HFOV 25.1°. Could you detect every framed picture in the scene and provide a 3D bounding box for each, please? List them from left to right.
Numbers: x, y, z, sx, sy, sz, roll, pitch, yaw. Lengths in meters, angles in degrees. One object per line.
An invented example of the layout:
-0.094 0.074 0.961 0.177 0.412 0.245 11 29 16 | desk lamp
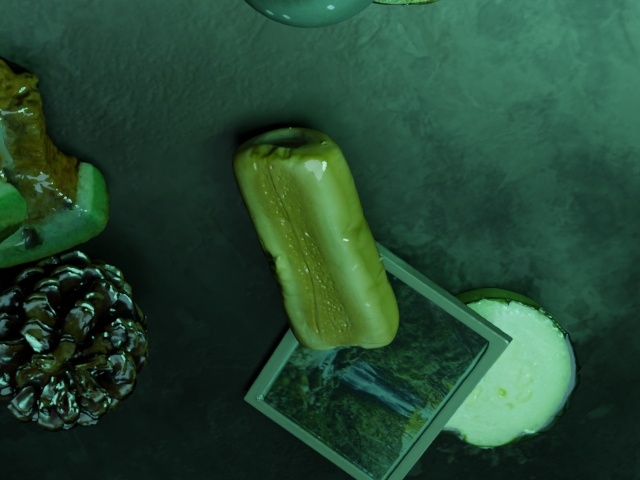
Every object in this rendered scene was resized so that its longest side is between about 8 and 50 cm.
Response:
0.064 0.164 1.822 0.240 0.020 0.324 36 124 3 | framed picture

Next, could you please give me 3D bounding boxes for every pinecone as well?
-0.311 0.128 1.703 0.221 0.221 0.221 -3 132 -3 | pinecone

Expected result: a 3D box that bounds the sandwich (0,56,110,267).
-0.367 -0.070 1.550 0.250 0.162 0.301 -10 135 -3 | sandwich

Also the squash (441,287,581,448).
0.222 0.149 1.864 0.220 0.133 0.220 1 116 1 | squash

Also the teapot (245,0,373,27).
-0.007 -0.303 1.382 0.294 0.129 0.193 -23 89 29 | teapot

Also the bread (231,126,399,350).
0.000 0.000 1.676 0.142 0.091 0.305 -6 125 20 | bread

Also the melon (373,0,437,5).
0.085 -0.302 1.447 0.160 0.079 0.128 -8 133 1 | melon
